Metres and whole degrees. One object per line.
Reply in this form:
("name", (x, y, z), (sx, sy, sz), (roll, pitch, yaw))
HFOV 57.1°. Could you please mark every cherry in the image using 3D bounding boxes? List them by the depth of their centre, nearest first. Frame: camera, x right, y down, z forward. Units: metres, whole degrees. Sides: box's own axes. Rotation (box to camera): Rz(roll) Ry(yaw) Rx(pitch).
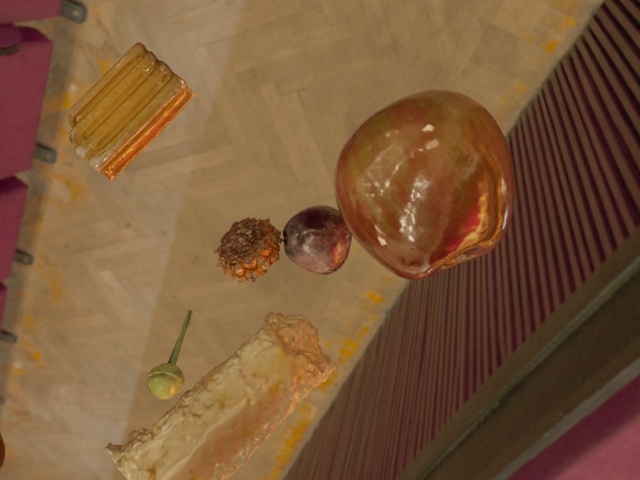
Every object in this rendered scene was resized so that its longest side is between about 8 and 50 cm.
("cherry", (-0.011, -0.001, 1.608), (0.195, 0.195, 0.195), (7, 125, 11))

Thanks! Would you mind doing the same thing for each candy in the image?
("candy", (-0.408, 0.309, 1.664), (0.093, 0.335, 0.092), (-20, 121, 14))

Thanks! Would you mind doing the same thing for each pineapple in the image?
("pineapple", (-0.209, 0.017, 1.659), (0.225, 0.224, 0.076), (-11, 151, 22))

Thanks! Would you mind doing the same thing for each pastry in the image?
("pastry", (-0.095, 0.190, 0.647), (0.258, 0.089, 0.121), (-39, 103, -7))

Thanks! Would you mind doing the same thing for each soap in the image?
("soap", (-0.366, -0.242, 1.102), (0.140, 0.073, 0.232), (41, 85, 18))

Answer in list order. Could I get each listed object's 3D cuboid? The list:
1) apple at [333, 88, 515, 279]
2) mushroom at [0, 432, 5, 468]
("apple", (0.150, -0.073, 0.841), (0.257, 0.257, 0.233), (-31, 71, 30))
("mushroom", (-0.828, 0.482, 1.202), (0.314, 0.398, 0.224), (3, 95, 41))
